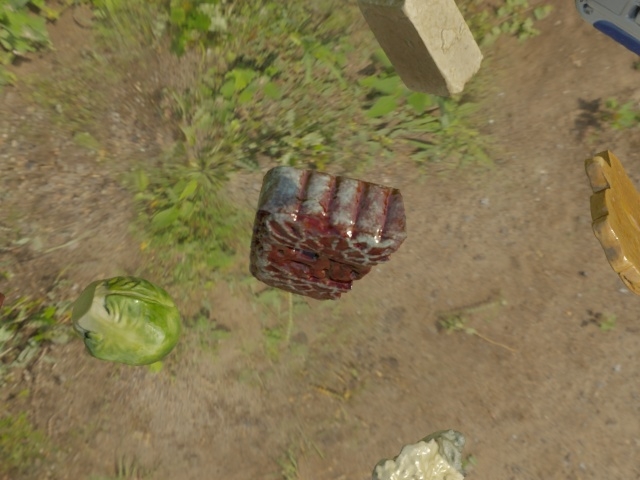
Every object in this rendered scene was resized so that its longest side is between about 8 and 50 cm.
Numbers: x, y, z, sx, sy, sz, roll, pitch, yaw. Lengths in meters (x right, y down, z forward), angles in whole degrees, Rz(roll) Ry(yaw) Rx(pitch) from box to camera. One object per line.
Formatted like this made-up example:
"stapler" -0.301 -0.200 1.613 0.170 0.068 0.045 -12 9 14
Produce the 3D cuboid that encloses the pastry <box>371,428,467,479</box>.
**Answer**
"pastry" 0.068 0.286 0.952 0.089 0.121 0.258 49 130 27

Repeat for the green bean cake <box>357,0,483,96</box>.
"green bean cake" 0.142 -0.294 1.405 0.085 0.109 0.179 -48 124 -17

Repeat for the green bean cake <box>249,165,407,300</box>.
"green bean cake" 0.000 0.000 1.385 0.198 0.233 0.097 14 59 -5

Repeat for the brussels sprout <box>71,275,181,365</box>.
"brussels sprout" -0.271 0.110 1.413 0.155 0.155 0.117 35 98 -8

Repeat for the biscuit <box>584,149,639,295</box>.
"biscuit" 0.289 -0.013 0.949 0.027 0.184 0.133 -26 121 28

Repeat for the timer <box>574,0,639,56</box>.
"timer" 0.356 -0.268 0.941 0.178 0.253 0.078 37 59 14

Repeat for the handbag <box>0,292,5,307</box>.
"handbag" -0.383 0.164 0.789 0.084 0.275 0.260 39 47 -29
